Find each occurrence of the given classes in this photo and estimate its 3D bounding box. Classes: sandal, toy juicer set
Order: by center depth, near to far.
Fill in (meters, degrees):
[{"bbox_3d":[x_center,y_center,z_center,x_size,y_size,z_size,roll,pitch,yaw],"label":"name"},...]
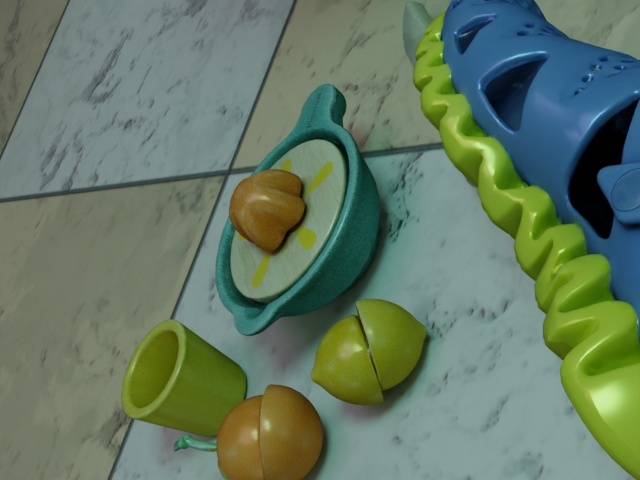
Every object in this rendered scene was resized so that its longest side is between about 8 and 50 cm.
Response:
[{"bbox_3d":[0.147,-0.031,0.643,0.138,0.126,0.317,-44,43,19],"label":"sandal"},{"bbox_3d":[0.000,0.000,0.846,0.329,0.089,0.209,-58,31,3],"label":"toy juicer set"}]
